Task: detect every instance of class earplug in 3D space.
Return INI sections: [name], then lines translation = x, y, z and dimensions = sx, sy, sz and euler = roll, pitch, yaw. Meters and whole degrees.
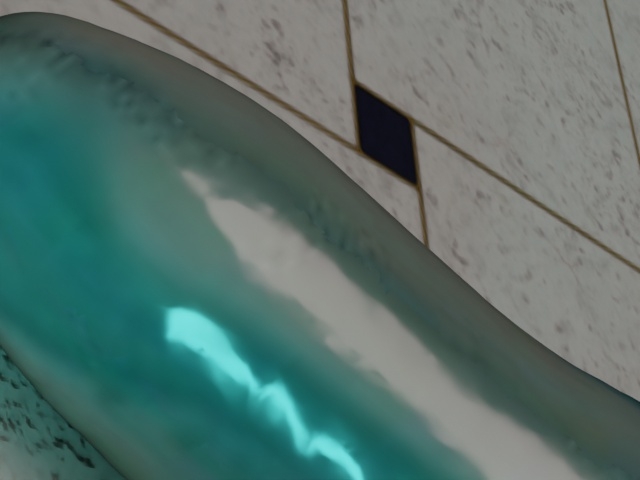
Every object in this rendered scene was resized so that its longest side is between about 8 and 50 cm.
[earplug]
translation = -0.023, 0.036, 0.658
dimensions = 0.324, 0.185, 0.185
euler = 45, 35, -13
